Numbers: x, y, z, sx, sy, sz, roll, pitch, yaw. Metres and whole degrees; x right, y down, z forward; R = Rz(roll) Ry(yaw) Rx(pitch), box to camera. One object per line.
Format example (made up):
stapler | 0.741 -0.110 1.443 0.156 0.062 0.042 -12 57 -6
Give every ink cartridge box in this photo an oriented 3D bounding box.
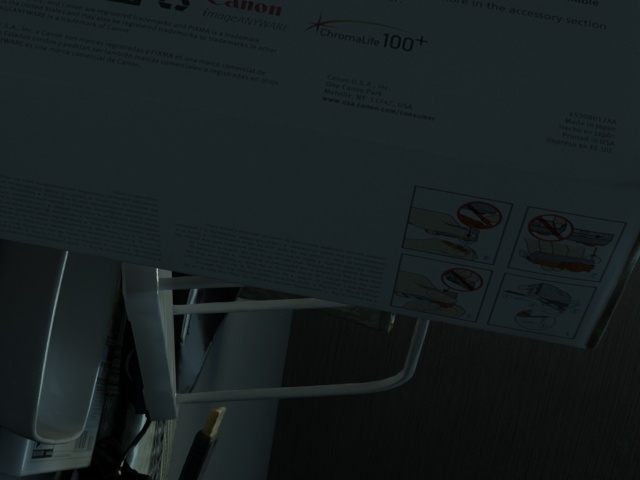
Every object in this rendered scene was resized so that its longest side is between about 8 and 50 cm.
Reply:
ink cartridge box | 0.002 -0.118 0.640 0.130 0.310 0.271 97 5 -55

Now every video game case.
video game case | -0.165 0.063 0.902 0.201 0.023 0.183 74 27 -81

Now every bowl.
bowl | -0.153 0.037 0.739 0.142 0.053 0.142 82 20 -82

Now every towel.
towel | -0.140 0.103 1.216 0.312 0.056 0.324 64 36 -85

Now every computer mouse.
computer mouse | -0.107 0.079 0.966 0.262 0.060 0.184 -63 -153 0

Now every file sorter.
file sorter | -0.036 -0.054 0.857 0.193 0.173 0.277 96 -11 -62

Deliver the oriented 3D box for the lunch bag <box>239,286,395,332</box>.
lunch bag | 0.000 0.000 1.745 0.287 0.235 0.168 97 7 -56
